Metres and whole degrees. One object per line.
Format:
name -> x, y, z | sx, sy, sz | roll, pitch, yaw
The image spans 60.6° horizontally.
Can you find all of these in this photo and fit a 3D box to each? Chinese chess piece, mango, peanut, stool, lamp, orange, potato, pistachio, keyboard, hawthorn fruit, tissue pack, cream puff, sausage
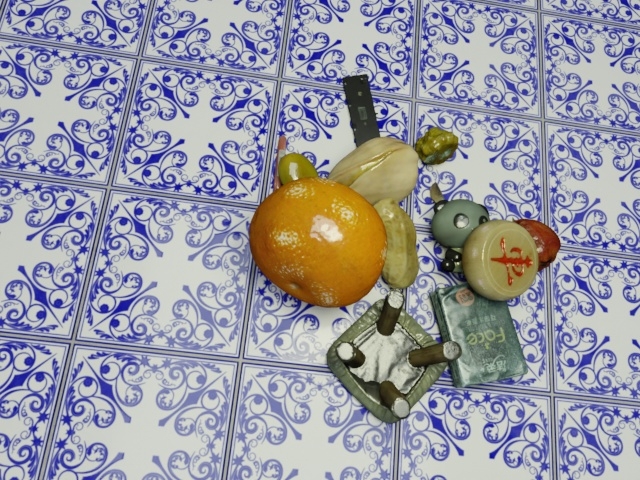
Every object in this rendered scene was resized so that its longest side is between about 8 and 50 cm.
Chinese chess piece -> 0.553, 0.060, 1.682 | 0.250, 0.097, 0.251 | 2, 86, -25
mango -> -0.066, -0.200, 1.821 | 0.130, 0.092, 0.195 | -18, 83, -27
peanut -> 0.232, 0.009, 1.728 | 0.146, 0.147, 0.306 | -13, 111, -11
stool -> 0.215, 0.344, 1.617 | 0.310, 0.226, 0.310 | 44, 76, 7
lamp -> 0.457, -0.015, 1.790 | 0.197, 0.198, 0.244 | 4, 81, -6
orange -> 0.000, 0.000, 1.597 | 0.423, 0.424, 0.326 | 30, 66, 3
potato -> 0.407, -0.153, 1.902 | 0.037, 0.036, 0.093 | -30, 54, 21
pistachio -> 0.170, -0.207, 1.781 | 0.320, 0.238, 0.229 | -28, 71, 6
keyboard -> 0.154, -0.451, 1.964 | 0.106, 0.027, 0.317 | -8, 74, -6
hawthorn fruit -> 0.700, 0.019, 1.826 | 0.179, 0.173, 0.174 | 23, 69, 28
tissue pack -> 0.496, 0.289, 1.734 | 0.227, 0.103, 0.316 | -10, 73, -10
cream puff -> 0.400, -0.336, 1.910 | 0.146, 0.146, 0.116 | -23, 60, -13
sausage -> -0.138, -0.262, 1.866 | 0.029, 0.029, 0.223 | 7, 72, -5
